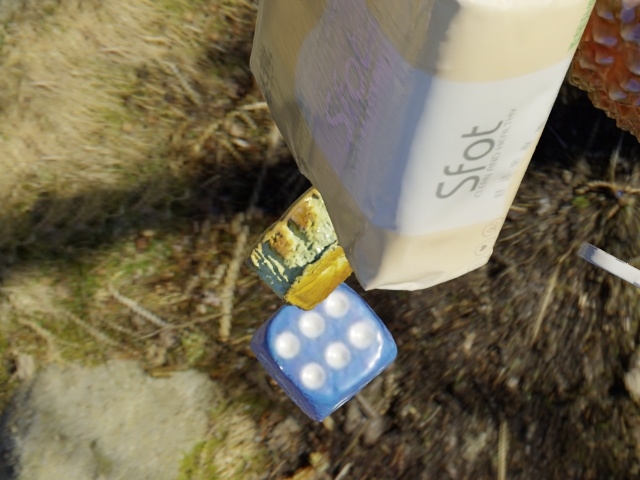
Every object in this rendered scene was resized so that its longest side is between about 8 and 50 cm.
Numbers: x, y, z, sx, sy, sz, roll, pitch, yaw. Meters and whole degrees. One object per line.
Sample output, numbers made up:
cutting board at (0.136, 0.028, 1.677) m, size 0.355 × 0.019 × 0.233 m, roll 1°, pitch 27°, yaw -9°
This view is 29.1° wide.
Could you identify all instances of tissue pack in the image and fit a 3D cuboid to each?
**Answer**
tissue pack at (0.036, -0.103, 0.598) m, size 0.090 × 0.222 × 0.186 m, roll -15°, pitch 60°, yaw -21°

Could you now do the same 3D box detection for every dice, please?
dice at (0.003, 0.136, 1.578) m, size 0.143 × 0.146 × 0.146 m, roll -40°, pitch 82°, yaw -10°

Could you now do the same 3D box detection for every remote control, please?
remote control at (0.414, 0.066, 1.452) m, size 0.245 × 0.077 × 0.022 m, roll 29°, pitch 94°, yaw 2°

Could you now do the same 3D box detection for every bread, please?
bread at (0.000, 0.000, 1.139) m, size 0.128 × 0.140 × 0.069 m, roll -44°, pitch 77°, yaw 6°

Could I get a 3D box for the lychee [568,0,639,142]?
lychee at (0.203, -0.117, 0.608) m, size 0.197 × 0.165 × 0.165 m, roll 14°, pitch 95°, yaw 6°
